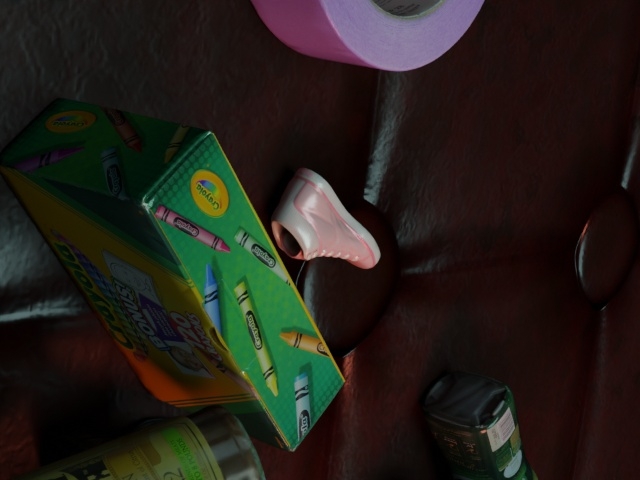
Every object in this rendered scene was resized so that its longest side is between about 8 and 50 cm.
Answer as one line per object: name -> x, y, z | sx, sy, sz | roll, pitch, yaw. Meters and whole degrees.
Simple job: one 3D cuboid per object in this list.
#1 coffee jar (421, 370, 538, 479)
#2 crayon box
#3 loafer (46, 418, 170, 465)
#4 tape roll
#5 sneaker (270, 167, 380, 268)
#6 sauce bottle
coffee jar -> 0.179, 0.232, 1.537 | 0.079, 0.096, 0.184 | -47, 134, -31
crayon box -> -0.108, 0.028, 1.078 | 0.081, 0.165, 0.278 | -51, 135, -26
loafer -> -0.144, 0.186, 1.169 | 0.170, 0.061, 0.062 | -2, 104, -49
tape roll -> 0.050, -0.288, 1.221 | 0.275, 0.090, 0.275 | -19, 116, -46
sneaker -> 0.000, 0.000, 1.288 | 0.070, 0.051, 0.134 | -56, 134, -18
sauce bottle -> -0.206, 0.224, 1.015 | 0.344, 0.111, 0.111 | -20, 119, -24
